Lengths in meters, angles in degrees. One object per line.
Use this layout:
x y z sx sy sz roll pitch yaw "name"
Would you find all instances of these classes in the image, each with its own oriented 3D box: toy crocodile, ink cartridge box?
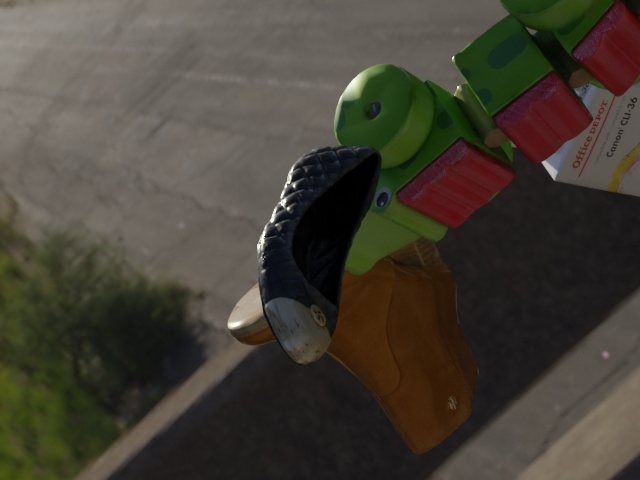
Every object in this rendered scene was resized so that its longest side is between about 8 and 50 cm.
0.120 -0.090 0.934 0.340 0.115 0.105 -40 48 18 "toy crocodile"
0.289 -0.111 1.443 0.067 0.198 0.115 -113 36 -55 "ink cartridge box"

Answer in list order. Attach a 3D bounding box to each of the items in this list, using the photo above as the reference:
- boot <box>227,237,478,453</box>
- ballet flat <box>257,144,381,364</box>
0.049 0.100 1.316 0.104 0.211 0.295 -15 12 37 "boot"
0.000 0.000 0.817 0.049 0.057 0.173 -21 34 25 "ballet flat"
